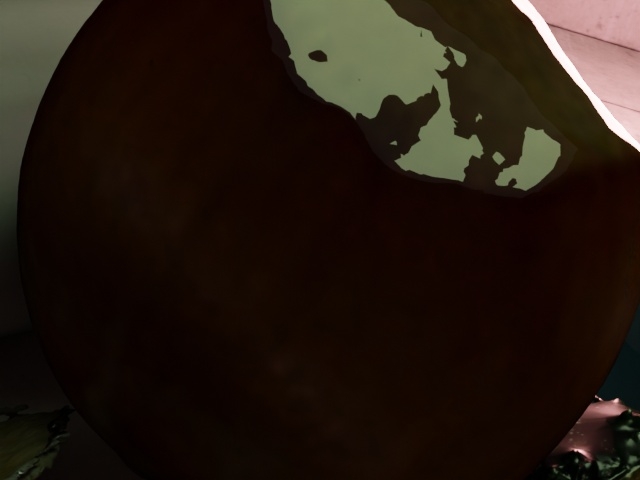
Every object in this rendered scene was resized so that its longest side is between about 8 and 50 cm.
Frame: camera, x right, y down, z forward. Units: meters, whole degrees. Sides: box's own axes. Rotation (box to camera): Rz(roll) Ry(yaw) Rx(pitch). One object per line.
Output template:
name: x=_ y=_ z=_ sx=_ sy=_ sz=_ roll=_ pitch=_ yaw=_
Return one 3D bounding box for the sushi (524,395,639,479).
sushi: x=0.171 y=0.162 z=0.790 sx=0.140 sy=0.149 sz=0.287 roll=30 pitch=25 yaw=1

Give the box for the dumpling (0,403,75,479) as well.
dumpling: x=-0.210 y=0.166 z=0.623 sx=0.166 sy=0.086 sz=0.332 roll=-9 pitch=12 yaw=27

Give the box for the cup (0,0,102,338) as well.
cup: x=-0.276 y=-0.041 z=0.839 sx=0.253 sy=0.253 sz=0.371 roll=31 pitch=31 yaw=30

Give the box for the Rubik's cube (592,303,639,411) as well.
Rubik's cube: x=0.385 y=0.086 z=0.981 sx=0.221 sy=0.224 sz=0.231 roll=-13 pitch=45 yaw=-44

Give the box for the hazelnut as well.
hazelnut: x=0.006 y=-0.007 z=0.713 sx=0.366 sy=0.365 sz=0.366 roll=14 pitch=24 yaw=-6
